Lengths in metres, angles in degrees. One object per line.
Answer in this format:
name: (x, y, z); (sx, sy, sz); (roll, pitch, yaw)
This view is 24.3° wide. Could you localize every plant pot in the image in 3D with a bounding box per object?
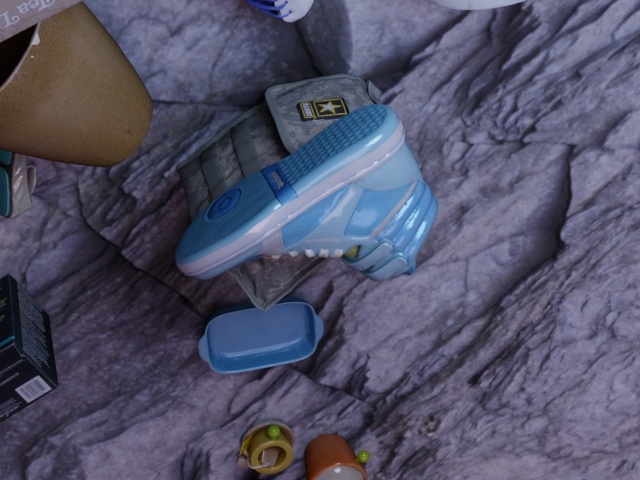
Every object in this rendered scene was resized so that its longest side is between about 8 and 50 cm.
plant pot: (-0.334, -0.194, 1.827); (0.237, 0.237, 0.254); (-42, 138, 13)

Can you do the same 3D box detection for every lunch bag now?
lunch bag: (-0.029, -0.089, 1.951); (0.287, 0.235, 0.169); (-37, 122, 10)

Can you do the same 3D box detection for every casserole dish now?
casserole dish: (-0.090, 0.136, 2.206); (0.188, 0.037, 0.114); (-10, 124, -10)

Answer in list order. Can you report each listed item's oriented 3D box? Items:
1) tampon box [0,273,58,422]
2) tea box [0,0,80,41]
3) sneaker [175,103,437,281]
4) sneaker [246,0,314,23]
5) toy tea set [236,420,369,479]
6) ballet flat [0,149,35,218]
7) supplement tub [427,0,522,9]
tampon box: (-0.442, 0.151, 2.043); (0.120, 0.161, 0.101); (-31, 126, 7)
tea box: (-0.293, -0.410, 1.529); (0.329, 0.323, 0.220); (-26, 132, 3)
sneaker: (0.000, 0.000, 1.796); (0.319, 0.127, 0.208); (-31, 119, 9)
sneaker: (-0.062, -0.331, 1.788); (0.315, 0.127, 0.182); (-39, 155, -45)
toy tea set: (-0.047, 0.444, 2.368); (0.200, 0.124, 0.336); (4, 121, -18)
ballet flat: (-0.401, -0.106, 1.960); (0.052, 0.057, 0.168); (-20, 135, -36)
supplement tub: (0.182, -0.458, 1.770); (0.228, 0.228, 0.316); (-16, 125, -5)
